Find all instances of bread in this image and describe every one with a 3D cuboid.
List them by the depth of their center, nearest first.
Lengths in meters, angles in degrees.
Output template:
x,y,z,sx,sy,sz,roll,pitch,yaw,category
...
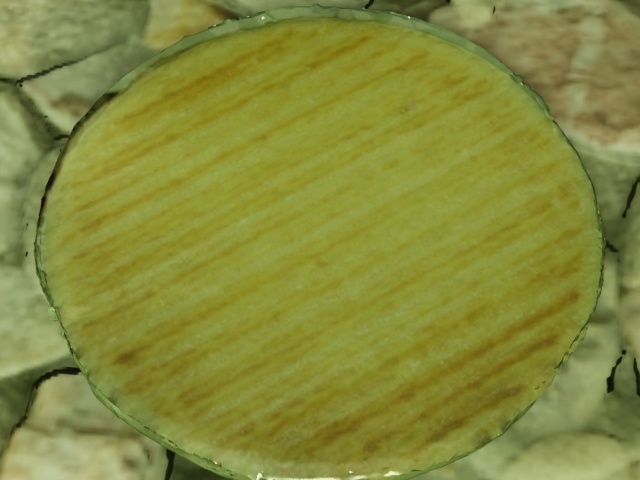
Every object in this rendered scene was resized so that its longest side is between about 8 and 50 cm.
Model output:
x,y,z,sx,sy,sz,roll,pitch,yaw,category
0.000,0.000,0.807,0.267,0.040,0.267,-1,55,1,bread
